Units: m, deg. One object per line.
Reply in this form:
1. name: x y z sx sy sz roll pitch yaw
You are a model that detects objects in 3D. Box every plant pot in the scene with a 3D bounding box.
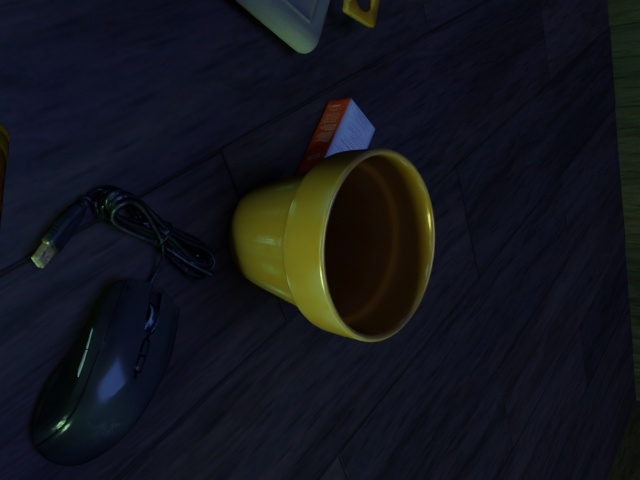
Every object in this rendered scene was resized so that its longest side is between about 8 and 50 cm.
1. plant pot: 0.000 0.000 0.660 0.205 0.188 0.205 -6 98 -48

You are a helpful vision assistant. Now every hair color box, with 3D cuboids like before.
1. hair color box: 0.020 -0.117 0.777 0.072 0.043 0.141 42 63 -42

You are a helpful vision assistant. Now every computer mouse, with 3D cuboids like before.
1. computer mouse: -0.202 0.077 0.539 0.184 0.060 0.262 48 60 -41

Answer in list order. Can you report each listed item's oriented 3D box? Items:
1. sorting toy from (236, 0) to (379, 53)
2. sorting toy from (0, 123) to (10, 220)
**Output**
1. sorting toy: -0.048 -0.352 0.676 0.347 0.047 0.196 26 79 -46
2. sorting toy: -0.333 -0.140 0.363 0.365 0.127 0.126 57 25 -32
